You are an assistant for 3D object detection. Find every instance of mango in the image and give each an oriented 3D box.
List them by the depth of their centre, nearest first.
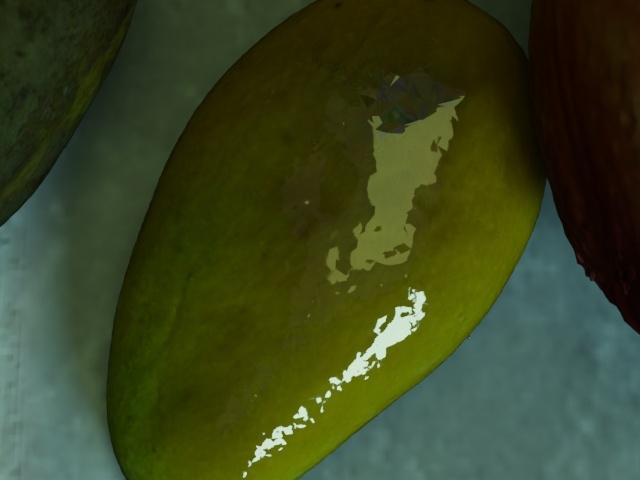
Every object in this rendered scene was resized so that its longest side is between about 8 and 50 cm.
[{"bbox_3d":[0.000,0.000,0.461,0.101,0.066,0.187,34,84,6],"label":"mango"}]

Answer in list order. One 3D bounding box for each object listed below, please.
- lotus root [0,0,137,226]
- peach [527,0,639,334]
[{"bbox_3d":[-0.123,-0.053,0.440,0.120,0.120,0.209,33,75,5],"label":"lotus root"},{"bbox_3d":[0.164,-0.057,0.407,0.231,0.231,0.231,1,75,-4],"label":"peach"}]
